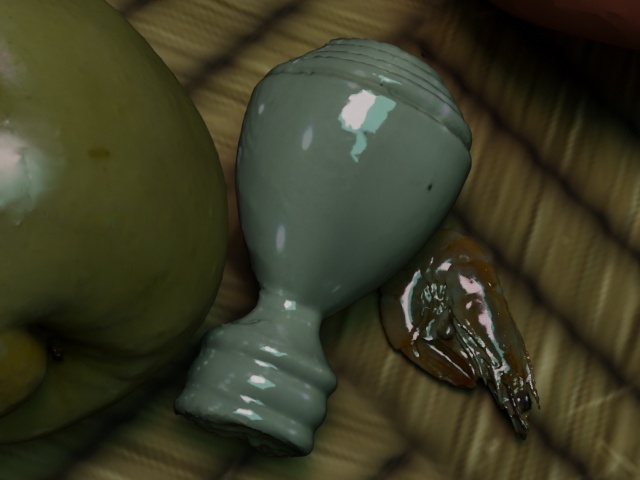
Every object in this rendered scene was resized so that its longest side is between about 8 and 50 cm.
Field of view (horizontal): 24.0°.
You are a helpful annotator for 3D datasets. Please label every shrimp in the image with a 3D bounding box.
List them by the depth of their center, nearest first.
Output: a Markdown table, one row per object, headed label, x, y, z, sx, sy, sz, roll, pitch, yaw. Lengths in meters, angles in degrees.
| label | x | y | z | sx | sy | sz | roll | pitch | yaw |
| --- | --- | --- | --- | --- | --- | --- | --- | --- | --- |
| shrimp | 0.062 | 0.045 | 0.696 | 0.059 | 0.023 | 0.108 | -18 | 73 | -4 |

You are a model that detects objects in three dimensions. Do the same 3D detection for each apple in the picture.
| label | x | y | z | sx | sy | sz | roll | pitch | yaw |
| --- | --- | --- | --- | --- | --- | --- | --- | --- | --- |
| apple | -0.129 | -0.014 | 0.607 | 0.200 | 0.200 | 0.200 | 3 | 69 | -7 |

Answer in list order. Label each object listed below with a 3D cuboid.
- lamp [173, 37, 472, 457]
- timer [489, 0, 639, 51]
| label | x | y | z | sx | sy | sz | roll | pitch | yaw |
| --- | --- | --- | --- | --- | --- | --- | --- | --- | --- |
| lamp | 0.000 | 0.000 | 0.667 | 0.106 | 0.106 | 0.193 | 20 | 78 | 0 |
| timer | 0.167 | -0.190 | 0.687 | 0.229 | 0.229 | 0.215 | 16 | 97 | -2 |
